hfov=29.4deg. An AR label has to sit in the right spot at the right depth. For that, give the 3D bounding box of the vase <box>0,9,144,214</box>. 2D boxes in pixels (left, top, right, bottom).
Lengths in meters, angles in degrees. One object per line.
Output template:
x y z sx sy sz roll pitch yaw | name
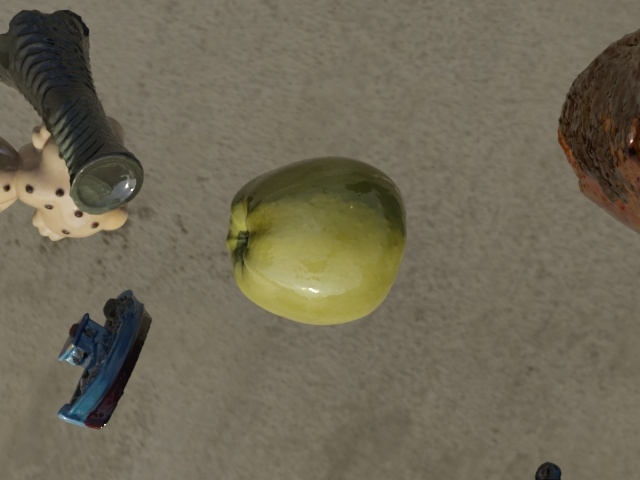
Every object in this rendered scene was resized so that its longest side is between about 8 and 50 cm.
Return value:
-0.256 -0.133 1.268 0.115 0.237 0.115 -20 141 -17 | vase

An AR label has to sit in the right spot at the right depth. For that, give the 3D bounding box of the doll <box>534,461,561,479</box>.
0.118 0.187 0.625 0.085 0.114 0.152 23 60 -33 | doll

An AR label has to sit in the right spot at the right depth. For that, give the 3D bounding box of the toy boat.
-0.298 0.153 1.627 0.097 0.223 0.100 34 132 -16 | toy boat

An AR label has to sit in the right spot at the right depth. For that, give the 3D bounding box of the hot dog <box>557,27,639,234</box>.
0.216 -0.046 0.717 0.099 0.227 0.160 -44 106 0 | hot dog

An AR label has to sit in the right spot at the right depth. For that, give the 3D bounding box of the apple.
0.000 0.000 1.306 0.200 0.200 0.200 -7 106 -23 | apple

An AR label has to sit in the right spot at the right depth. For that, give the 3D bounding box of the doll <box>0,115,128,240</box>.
-0.352 -0.081 1.390 0.278 0.119 0.154 9 114 -14 | doll
